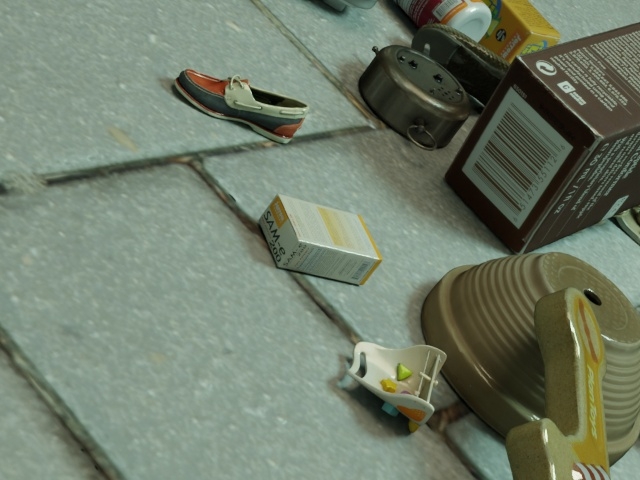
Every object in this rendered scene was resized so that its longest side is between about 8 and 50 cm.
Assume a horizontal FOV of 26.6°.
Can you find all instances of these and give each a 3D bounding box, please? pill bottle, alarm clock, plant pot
[{"bbox_3d":[0.151,-0.324,1.808,0.086,0.086,0.152,-3,47,-49],"label":"pill bottle"},{"bbox_3d":[0.113,-0.160,1.557,0.129,0.064,0.192,26,34,-19],"label":"alarm clock"},{"bbox_3d":[0.220,0.090,1.257,0.237,0.110,0.237,27,31,-18],"label":"plant pot"}]

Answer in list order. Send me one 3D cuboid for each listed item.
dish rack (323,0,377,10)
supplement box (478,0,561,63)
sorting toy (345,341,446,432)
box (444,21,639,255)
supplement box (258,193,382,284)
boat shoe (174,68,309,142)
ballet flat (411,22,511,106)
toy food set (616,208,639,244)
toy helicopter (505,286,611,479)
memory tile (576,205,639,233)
[{"bbox_3d":[-0.033,-0.419,1.761,0.285,0.072,0.333,27,30,-16],"label":"dish rack"},{"bbox_3d":[0.235,-0.338,1.932,0.080,0.078,0.233,-1,46,-48],"label":"supplement box"},{"bbox_3d":[0.058,0.114,1.117,0.075,0.045,0.083,28,30,-2],"label":"sorting toy"},{"bbox_3d":[0.340,-0.133,1.546,0.381,0.191,0.143,-22,61,-40],"label":"box"},{"bbox_3d":[0.000,0.000,1.219,0.098,0.036,0.062,14,36,-36],"label":"supplement box"},{"bbox_3d":[-0.077,-0.140,1.334,0.137,0.043,0.049,22,34,-22],"label":"boat shoe"},{"bbox_3d":[0.225,-0.195,1.716,0.250,0.084,0.058,35,30,8],"label":"ballet flat"},{"bbox_3d":[0.528,0.001,1.742,0.306,0.092,0.219,43,30,10],"label":"toy food set"},{"bbox_3d":[0.211,0.191,1.052,0.235,0.140,0.355,47,34,-35],"label":"toy helicopter"},{"bbox_3d":[0.320,-0.066,1.635,0.148,0.012,0.113,-18,57,-28],"label":"memory tile"}]
